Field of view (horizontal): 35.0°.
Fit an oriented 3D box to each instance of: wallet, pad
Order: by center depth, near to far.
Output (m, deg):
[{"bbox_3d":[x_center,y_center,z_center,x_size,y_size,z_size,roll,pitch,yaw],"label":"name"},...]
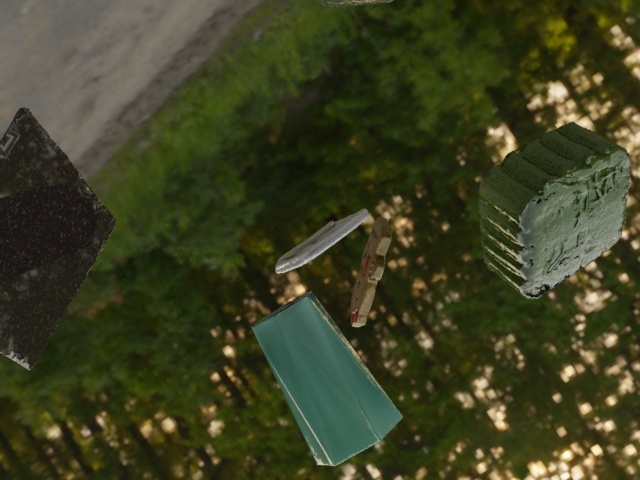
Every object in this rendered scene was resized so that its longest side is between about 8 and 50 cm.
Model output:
[{"bbox_3d":[-0.325,0.012,1.127,0.220,0.004,0.330,-63,166,-16],"label":"pad"},{"bbox_3d":[0.000,0.000,1.860,0.183,0.032,0.124,-34,-172,-35],"label":"wallet"}]

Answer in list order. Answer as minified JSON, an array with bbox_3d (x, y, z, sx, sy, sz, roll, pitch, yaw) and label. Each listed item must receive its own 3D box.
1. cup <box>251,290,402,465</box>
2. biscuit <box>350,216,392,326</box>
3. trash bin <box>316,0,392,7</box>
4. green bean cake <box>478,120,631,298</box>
[{"bbox_3d":[0.005,0.197,1.511,0.134,0.236,0.148,-28,-179,35],"label":"cup"},{"bbox_3d":[0.097,0.065,2.077,0.166,0.036,0.226,-107,-147,-74],"label":"biscuit"},{"bbox_3d":[0.038,-0.525,1.633,0.158,0.223,0.343,-2,-179,8],"label":"trash bin"},{"bbox_3d":[0.323,-0.043,1.415,0.200,0.113,0.214,-28,137,-18],"label":"green bean cake"}]
